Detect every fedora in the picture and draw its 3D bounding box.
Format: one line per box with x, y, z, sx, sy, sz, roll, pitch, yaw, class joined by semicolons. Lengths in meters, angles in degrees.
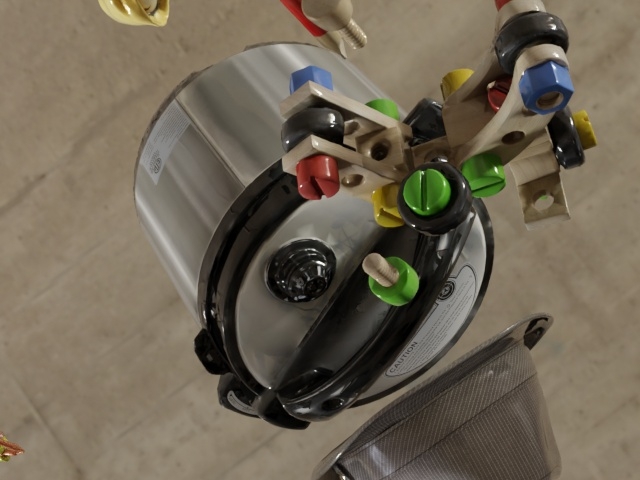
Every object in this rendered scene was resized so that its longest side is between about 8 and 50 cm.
0.118;0.178;1.011;0.243;0.124;0.275;-29;-11;-24;fedora

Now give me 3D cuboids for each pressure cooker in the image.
-0.005;-0.001;1.436;0.375;0.420;0.370;-19;-53;-17;pressure cooker

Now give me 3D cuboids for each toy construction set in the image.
0.098;-0.110;1.068;0.257;0.309;0.237;-43;-33;7;toy construction set

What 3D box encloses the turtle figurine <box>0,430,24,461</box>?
-0.555;0.238;1.746;0.217;0.269;0.087;-37;24;55;turtle figurine

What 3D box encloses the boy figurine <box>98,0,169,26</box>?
-0.213;-0.352;1.355;0.177;0.092;0.285;-73;-5;-46;boy figurine
